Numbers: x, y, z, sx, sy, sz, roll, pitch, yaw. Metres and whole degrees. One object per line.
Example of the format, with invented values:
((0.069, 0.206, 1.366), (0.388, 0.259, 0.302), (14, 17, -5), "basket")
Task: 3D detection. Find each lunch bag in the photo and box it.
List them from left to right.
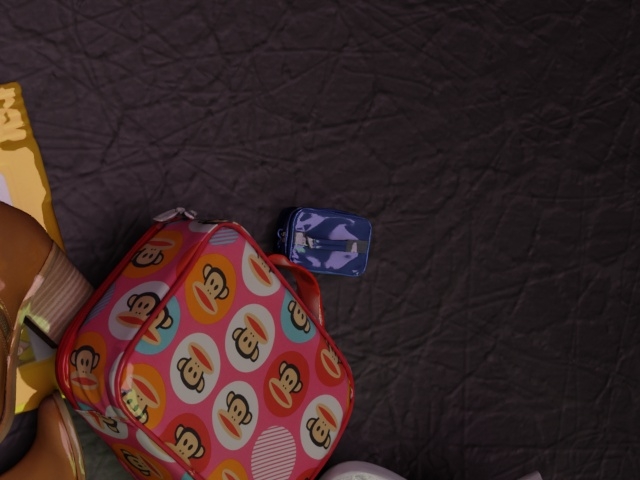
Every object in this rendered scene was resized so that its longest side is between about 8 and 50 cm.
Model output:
((-0.089, 0.119, 1.437), (0.258, 0.120, 0.293), (-55, 130, -27), "lunch bag")
((0.000, 0.000, 1.552), (0.098, 0.065, 0.067), (7, 88, -22), "lunch bag")

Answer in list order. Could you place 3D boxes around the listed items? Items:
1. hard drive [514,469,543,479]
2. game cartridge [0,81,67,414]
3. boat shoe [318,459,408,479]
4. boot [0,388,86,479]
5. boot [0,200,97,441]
((0.107, 0.398, 1.515), (0.353, 0.047, 0.233), (-27, 115, 5), "hard drive")
((-0.380, 0.025, 1.414), (0.285, 0.053, 0.323), (-17, 98, -20), "game cartridge")
((0.112, 0.326, 1.578), (0.121, 0.119, 0.335), (-40, 114, 14), "boat shoe")
((-0.298, 0.240, 1.421), (0.152, 0.073, 0.197), (-5, 107, -15), "boot")
((-0.350, 0.079, 1.342), (0.220, 0.109, 0.283), (44, 73, -17), "boot")
